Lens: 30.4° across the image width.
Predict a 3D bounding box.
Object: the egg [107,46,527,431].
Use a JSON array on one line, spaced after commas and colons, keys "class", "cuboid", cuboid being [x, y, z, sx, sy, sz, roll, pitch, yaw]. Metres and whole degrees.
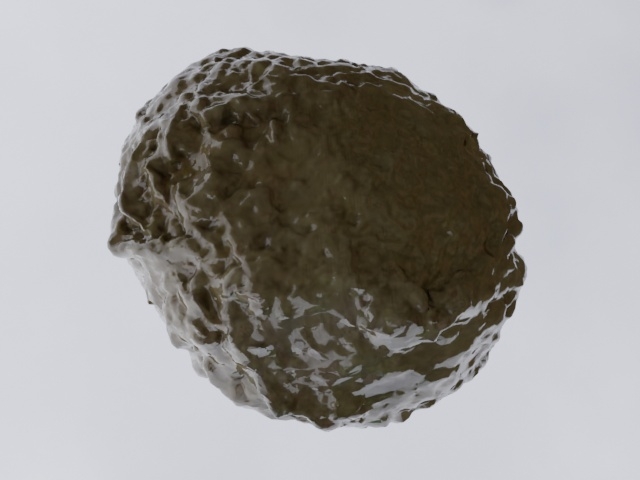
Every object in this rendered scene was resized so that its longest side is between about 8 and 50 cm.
[{"class": "egg", "cuboid": [0.000, 0.000, 0.846, 0.310, 0.279, 0.279, 22, -124, -16]}]
